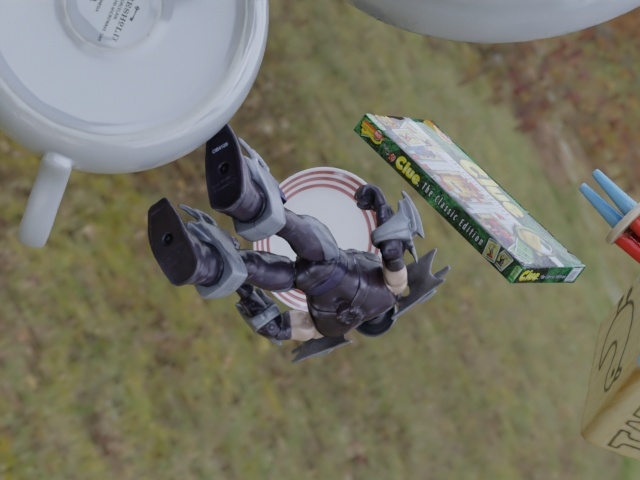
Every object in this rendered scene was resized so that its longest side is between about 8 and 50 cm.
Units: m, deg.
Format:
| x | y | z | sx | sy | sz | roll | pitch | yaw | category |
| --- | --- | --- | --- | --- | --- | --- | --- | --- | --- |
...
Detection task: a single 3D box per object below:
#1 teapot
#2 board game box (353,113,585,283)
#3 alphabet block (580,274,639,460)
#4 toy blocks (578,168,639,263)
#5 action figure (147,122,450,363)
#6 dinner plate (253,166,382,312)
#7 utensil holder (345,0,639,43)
| x | y | z | sx | sy | sz | roll | pitch | yaw | category |
| --- | --- | --- | --- | --- | --- | --- | --- | --- | --- |
| -0.163 | -0.158 | 1.415 | 0.252 | 0.256 | 0.187 | 64 | -11 | 0 | teapot |
| 0.160 | -0.046 | 2.005 | 0.259 | 0.030 | 0.136 | 46 | 23 | 27 | board game box |
| 0.458 | 0.160 | 2.315 | 0.193 | 0.197 | 0.192 | 21 | 54 | -4 | alphabet block |
| 0.284 | -0.018 | 1.428 | 0.148 | 0.123 | 0.054 | 47 | -16 | 11 | toy blocks |
| -0.013 | 0.015 | 1.521 | 0.285 | 0.185 | 0.099 | 31 | 25 | -49 | action figure |
| 0.000 | 0.000 | 1.778 | 0.141 | 0.141 | 0.017 | 55 | -16 | -16 | dinner plate |
| 0.101 | -0.353 | 1.108 | 0.385 | 0.328 | 0.327 | 72 | 3 | -63 | utensil holder |
